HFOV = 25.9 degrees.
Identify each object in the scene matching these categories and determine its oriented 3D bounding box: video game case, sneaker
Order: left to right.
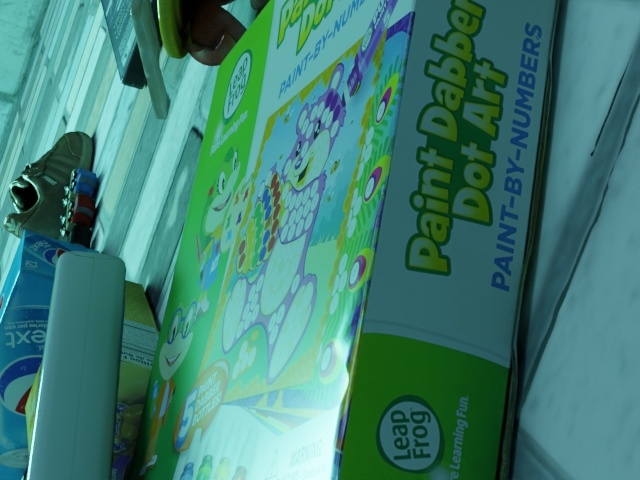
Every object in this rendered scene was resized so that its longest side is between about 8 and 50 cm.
[{"bbox_3d":[-0.123,0.219,0.607,0.329,0.036,0.300,-98,17,-54],"label":"video game case"},{"bbox_3d":[-0.270,-0.060,1.383,0.188,0.071,0.066,-100,32,-56],"label":"sneaker"},{"bbox_3d":[-0.155,-0.276,1.285,0.274,0.026,0.196,-114,44,-61],"label":"video game case"}]

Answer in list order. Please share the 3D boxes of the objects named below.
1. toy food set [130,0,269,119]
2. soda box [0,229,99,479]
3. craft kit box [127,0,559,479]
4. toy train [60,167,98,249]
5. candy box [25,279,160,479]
[{"bbox_3d":[-0.053,-0.175,0.843,0.128,0.071,0.218,89,-173,-56],"label":"toy food set"},{"bbox_3d":[-0.251,0.101,1.171,0.071,0.067,0.210,-105,35,-60],"label":"soda box"},{"bbox_3d":[0.000,0.000,0.508,0.250,0.061,0.246,141,145,-61],"label":"craft kit box"},{"bbox_3d":[-0.218,-0.022,1.260,0.036,0.027,0.158,-60,21,27],"label":"toy train"},{"bbox_3d":[-0.139,0.094,0.851,0.186,0.053,0.109,-130,59,-72],"label":"candy box"}]
